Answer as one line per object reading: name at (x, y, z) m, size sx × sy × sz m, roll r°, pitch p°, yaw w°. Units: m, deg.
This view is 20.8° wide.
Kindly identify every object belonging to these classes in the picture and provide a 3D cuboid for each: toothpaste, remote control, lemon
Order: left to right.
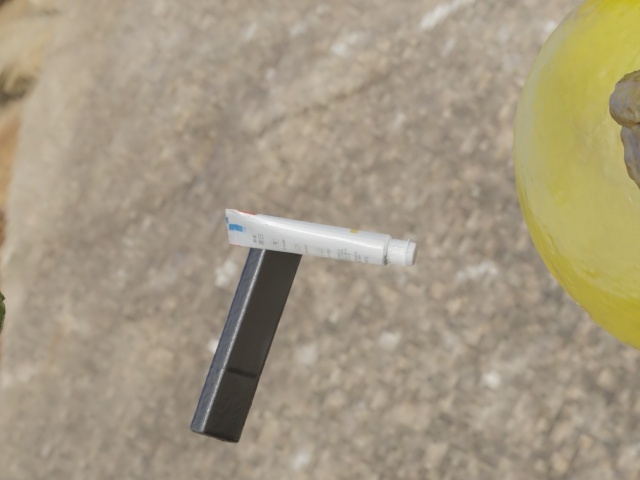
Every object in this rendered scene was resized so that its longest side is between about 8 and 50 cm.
remote control at (-0.072, 0.095, 1.849) m, size 0.025 × 0.063 × 0.245 m, roll 18°, pitch 90°, yaw 60°
toothpaste at (0.000, 0.000, 1.702) m, size 0.048 × 0.190 × 0.031 m, roll 85°, pitch -161°, yaw -44°
lemon at (0.309, -0.058, 1.275) m, size 0.348 × 0.348 × 0.348 m, roll -49°, pitch 24°, yaw 31°

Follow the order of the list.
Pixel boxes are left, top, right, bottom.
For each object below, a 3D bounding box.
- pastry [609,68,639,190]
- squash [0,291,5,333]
pastry at (0.256, -0.064, 0.947) m, size 0.189 × 0.189 × 0.103 m, roll 1°, pitch 107°, yaw 67°
squash at (-0.416, 0.122, 1.504) m, size 0.331 × 0.087 × 0.087 m, roll -26°, pitch 2°, yaw -31°
